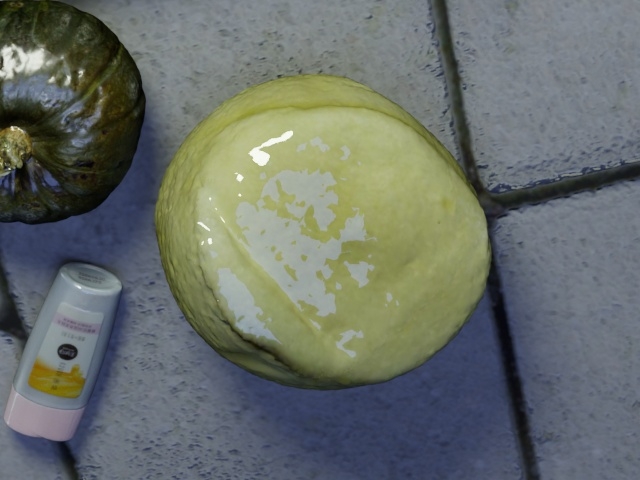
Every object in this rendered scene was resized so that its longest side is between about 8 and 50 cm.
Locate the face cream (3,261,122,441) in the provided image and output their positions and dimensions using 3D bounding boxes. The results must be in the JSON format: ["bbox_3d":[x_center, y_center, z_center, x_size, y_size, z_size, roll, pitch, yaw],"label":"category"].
[{"bbox_3d":[-0.268,0.119,1.812,0.084,0.057,0.198,14,116,-15],"label":"face cream"}]

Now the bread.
[{"bbox_3d":[-0.004,-0.004,1.686,0.320,0.237,0.320,-7,111,-18],"label":"bread"}]

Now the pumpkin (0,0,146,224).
[{"bbox_3d":[-0.272,-0.117,1.620,0.223,0.157,0.224,2,124,3],"label":"pumpkin"}]
